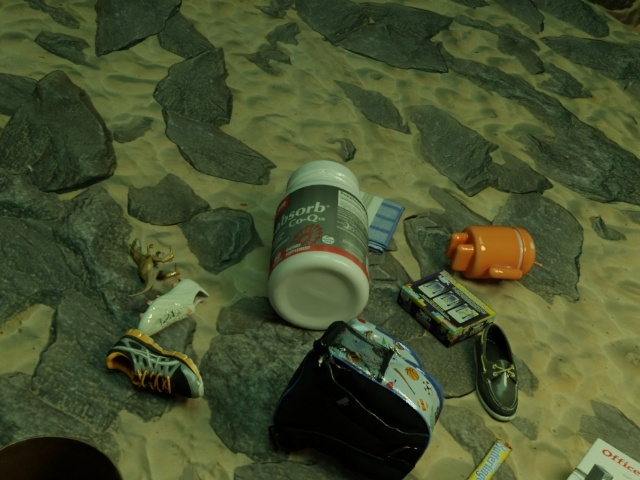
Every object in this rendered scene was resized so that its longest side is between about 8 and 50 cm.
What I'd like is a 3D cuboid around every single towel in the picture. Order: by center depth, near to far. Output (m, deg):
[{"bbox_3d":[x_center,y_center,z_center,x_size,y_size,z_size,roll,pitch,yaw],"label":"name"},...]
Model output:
[{"bbox_3d":[0.050,-0.069,2.288,0.285,0.034,0.209,19,37,7],"label":"towel"}]

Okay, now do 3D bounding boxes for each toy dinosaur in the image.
[{"bbox_3d":[-0.358,0.067,1.981,0.112,0.064,0.211,-17,33,-8],"label":"toy dinosaur"}]

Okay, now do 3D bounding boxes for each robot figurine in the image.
[{"bbox_3d":[0.406,0.026,2.189,0.220,0.128,0.158,2,0,-14],"label":"robot figurine"}]

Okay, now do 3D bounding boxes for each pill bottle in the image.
[{"bbox_3d":[0.000,0.000,2.023,0.210,0.210,0.363,9,39,-5],"label":"pill bottle"}]

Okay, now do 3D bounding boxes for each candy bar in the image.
[{"bbox_3d":[0.309,0.421,1.733,0.040,0.018,0.161,30,41,22],"label":"candy bar"}]

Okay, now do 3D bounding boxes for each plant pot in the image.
[{"bbox_3d":[-0.393,0.435,1.329,0.215,0.230,0.215,9,36,-6],"label":"plant pot"}]

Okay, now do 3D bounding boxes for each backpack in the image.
[{"bbox_3d":[0.079,0.290,1.661,0.263,0.276,0.213,35,42,8],"label":"backpack"}]

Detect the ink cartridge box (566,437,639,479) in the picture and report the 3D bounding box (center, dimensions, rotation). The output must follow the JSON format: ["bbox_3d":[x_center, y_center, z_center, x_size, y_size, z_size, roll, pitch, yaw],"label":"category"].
[{"bbox_3d":[0.493,0.497,1.606,0.197,0.114,0.273,31,40,24],"label":"ink cartridge box"}]

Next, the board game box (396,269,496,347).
[{"bbox_3d":[0.277,0.147,2.058,0.141,0.048,0.170,-17,45,-37],"label":"board game box"}]

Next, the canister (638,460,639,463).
[{"bbox_3d":[0.685,0.471,1.733,0.126,0.073,0.170,-8,43,-25],"label":"canister"}]

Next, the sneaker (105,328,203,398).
[{"bbox_3d":[-0.307,0.244,1.737,0.215,0.084,0.083,22,39,28],"label":"sneaker"}]

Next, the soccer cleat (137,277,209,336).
[{"bbox_3d":[-0.297,0.139,1.887,0.076,0.068,0.196,26,36,13],"label":"soccer cleat"}]

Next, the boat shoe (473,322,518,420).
[{"bbox_3d":[0.360,0.265,1.910,0.081,0.068,0.227,6,37,-8],"label":"boat shoe"}]
